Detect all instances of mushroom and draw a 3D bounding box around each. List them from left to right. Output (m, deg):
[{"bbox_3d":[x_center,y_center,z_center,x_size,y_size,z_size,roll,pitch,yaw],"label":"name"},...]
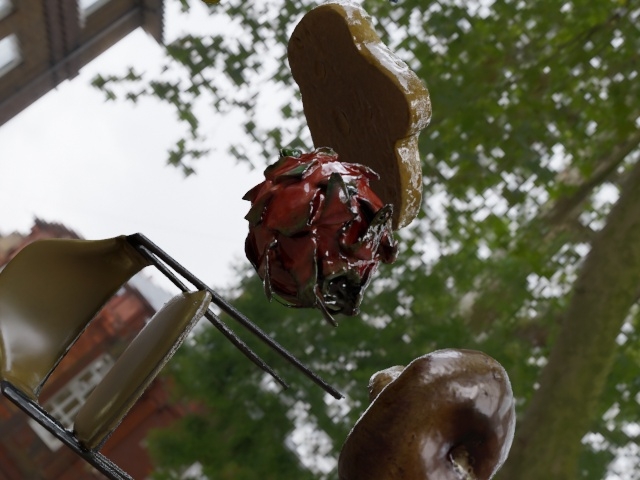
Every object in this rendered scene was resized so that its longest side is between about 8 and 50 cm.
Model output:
[{"bbox_3d":[0.123,0.270,1.653,0.254,0.267,0.267,-4,-54,42],"label":"mushroom"}]

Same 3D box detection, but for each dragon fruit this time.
[{"bbox_3d":[0.000,0.000,1.557,0.193,0.192,0.274,76,-3,-59],"label":"dragon fruit"}]

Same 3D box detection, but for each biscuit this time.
[{"bbox_3d":[0.067,-0.181,1.752,0.287,0.057,0.344,-22,-92,62],"label":"biscuit"}]

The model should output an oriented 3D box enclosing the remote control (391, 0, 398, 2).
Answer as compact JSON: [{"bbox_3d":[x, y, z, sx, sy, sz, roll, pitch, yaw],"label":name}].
[{"bbox_3d":[0.122,-0.356,1.522,0.043,0.027,0.152,19,-47,-31],"label":"remote control"}]

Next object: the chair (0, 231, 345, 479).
[{"bbox_3d":[-0.142,0.101,0.971,0.247,0.159,0.172,42,-14,-15],"label":"chair"}]

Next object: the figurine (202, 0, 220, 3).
[{"bbox_3d":[-0.097,-0.385,1.659,0.178,0.129,0.109,-5,-80,40],"label":"figurine"}]
